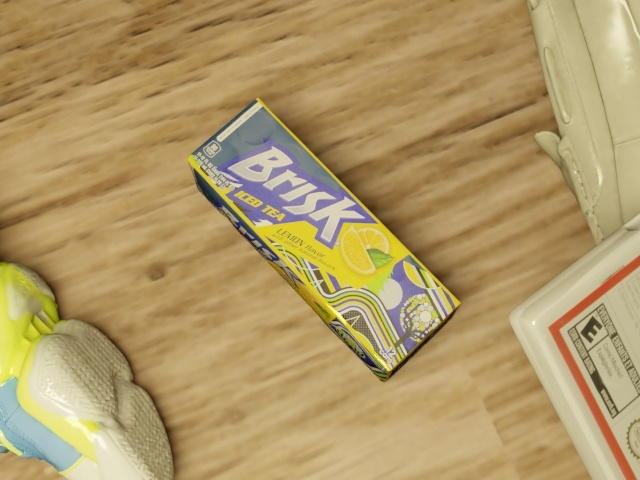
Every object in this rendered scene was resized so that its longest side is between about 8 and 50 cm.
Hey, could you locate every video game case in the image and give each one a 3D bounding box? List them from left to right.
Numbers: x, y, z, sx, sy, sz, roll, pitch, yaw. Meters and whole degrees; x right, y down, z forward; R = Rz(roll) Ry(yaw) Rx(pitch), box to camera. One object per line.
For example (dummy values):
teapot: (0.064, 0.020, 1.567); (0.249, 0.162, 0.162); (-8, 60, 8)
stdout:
video game case: (0.250, 0.041, 0.556); (0.285, 0.025, 0.204); (-35, 108, -16)

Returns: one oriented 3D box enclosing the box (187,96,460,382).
box: (0.000, 0.000, 0.614); (0.059, 0.054, 0.169); (-42, 79, -11)

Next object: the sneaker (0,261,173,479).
sneaker: (-0.191, 0.079, 0.588); (0.126, 0.091, 0.240); (-43, 79, 8)

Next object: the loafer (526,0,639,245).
loafer: (0.185, -0.057, 0.612); (0.112, 0.111, 0.319); (-6, 86, -37)
